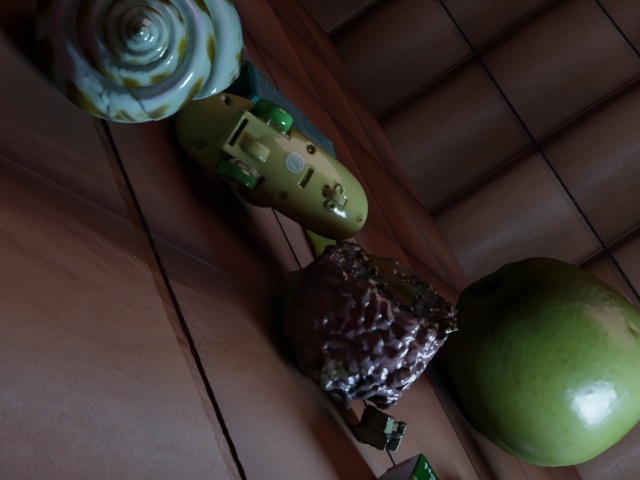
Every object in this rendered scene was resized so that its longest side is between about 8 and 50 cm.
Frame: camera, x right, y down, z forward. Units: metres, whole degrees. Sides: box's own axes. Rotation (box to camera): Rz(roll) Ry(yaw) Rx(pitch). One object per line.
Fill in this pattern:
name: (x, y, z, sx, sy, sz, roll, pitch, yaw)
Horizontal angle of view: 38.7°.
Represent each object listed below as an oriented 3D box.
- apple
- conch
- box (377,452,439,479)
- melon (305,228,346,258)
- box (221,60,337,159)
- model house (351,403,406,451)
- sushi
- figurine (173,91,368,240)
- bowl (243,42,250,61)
apple: (0.499, 0.261, 2.013, 0.473, 0.474, 0.473, 53, 13, -18)
conch: (-0.198, -0.241, 1.046, 0.250, 0.197, 0.368, 5, 36, -16)
box: (0.144, 0.391, 1.176, 0.199, 0.081, 0.135, 60, 13, 4)
melon: (0.000, -0.001, 1.700, 0.114, 0.053, 0.261, 12, 40, -47)
box: (-0.077, -0.194, 1.673, 0.245, 0.092, 0.153, 42, 20, -29)
model house: (0.078, 0.263, 1.282, 0.058, 0.057, 0.083, 20, -4, 28)
sushi: (0.055, 0.110, 1.289, 0.237, 0.170, 0.270, 29, 15, 1)
figurine: (-0.072, -0.103, 1.358, 0.325, 0.124, 0.222, 33, -9, -22)
bowl: (-0.218, -0.386, 1.675, 0.189, 0.086, 0.189, 55, 12, -18)
